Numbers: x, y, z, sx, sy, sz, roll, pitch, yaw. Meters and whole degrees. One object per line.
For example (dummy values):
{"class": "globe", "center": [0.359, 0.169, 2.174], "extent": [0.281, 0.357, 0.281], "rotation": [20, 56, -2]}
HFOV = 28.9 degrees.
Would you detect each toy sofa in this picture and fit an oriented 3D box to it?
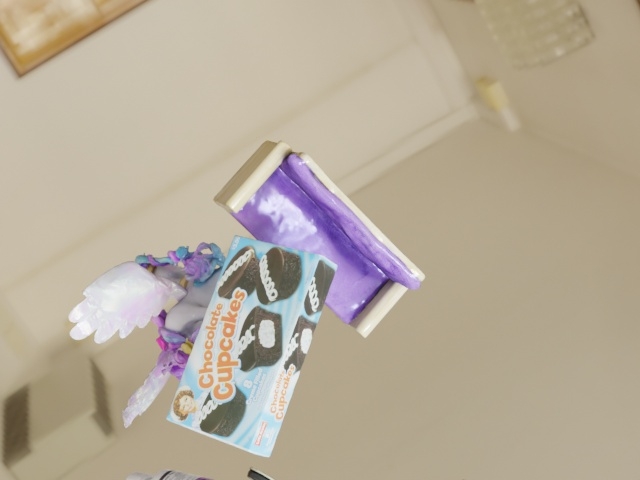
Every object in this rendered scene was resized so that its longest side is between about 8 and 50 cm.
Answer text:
{"class": "toy sofa", "center": [0.000, 0.000, 2.156], "extent": [0.150, 0.362, 0.177], "rotation": [-48, -157, -7]}

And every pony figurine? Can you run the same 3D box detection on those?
{"class": "pony figurine", "center": [-0.241, 0.142, 2.240], "extent": [0.363, 0.303, 0.351], "rotation": [7, -139, 27]}

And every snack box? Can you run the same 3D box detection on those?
{"class": "snack box", "center": [-0.110, 0.163, 1.970], "extent": [0.187, 0.060, 0.322], "rotation": [12, -101, 39]}

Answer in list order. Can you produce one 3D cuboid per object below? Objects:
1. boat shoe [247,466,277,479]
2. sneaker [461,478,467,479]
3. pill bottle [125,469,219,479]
{"class": "boat shoe", "center": [-0.066, 0.409, 1.983], "extent": [0.042, 0.133, 0.049], "rotation": [-54, 166, -8]}
{"class": "sneaker", "center": [0.152, 0.327, 1.369], "extent": [0.084, 0.083, 0.215], "rotation": [-32, 159, -2]}
{"class": "pill bottle", "center": [-0.211, 0.414, 1.915], "extent": [0.193, 0.108, 0.108], "rotation": [7, -144, 24]}
